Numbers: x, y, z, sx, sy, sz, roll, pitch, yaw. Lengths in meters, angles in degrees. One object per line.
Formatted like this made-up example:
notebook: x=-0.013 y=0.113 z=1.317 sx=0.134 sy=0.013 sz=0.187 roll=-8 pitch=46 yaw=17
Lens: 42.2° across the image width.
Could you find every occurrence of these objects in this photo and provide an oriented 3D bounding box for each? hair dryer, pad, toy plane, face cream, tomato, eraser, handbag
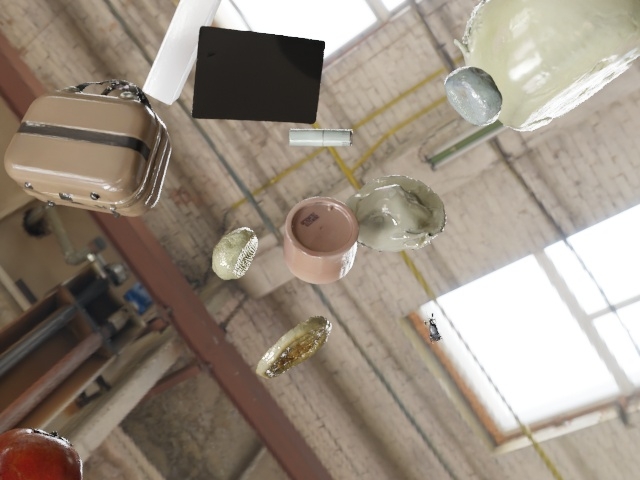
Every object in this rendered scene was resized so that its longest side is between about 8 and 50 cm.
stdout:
hair dryer: x=0.005 y=-0.260 z=2.085 sx=0.183 sy=0.154 sz=0.044 roll=-68 pitch=-19 yaw=-81
pad: x=-0.108 y=-0.293 z=1.491 sx=0.264 sy=0.009 sz=0.160 roll=-3 pitch=-71 yaw=-35
toy plane: x=0.274 y=0.213 z=2.016 sx=0.121 sy=0.031 sz=0.049 roll=62 pitch=-164 yaw=-51
face cream: x=0.000 y=0.000 z=1.676 sx=0.149 sy=0.104 sz=0.149 roll=2 pitch=-124 yaw=-4
tomato: x=-0.401 y=0.316 z=1.104 sx=0.091 sy=0.159 sz=0.139 roll=47 pitch=-121 yaw=-59
eraser: x=-0.317 y=-0.467 z=1.930 sx=0.076 sy=0.298 sz=0.078 roll=28 pitch=-155 yaw=-5
handbag: x=-0.441 y=-0.199 z=1.632 sx=0.149 sy=0.301 sz=0.283 roll=57 pitch=-133 yaw=-60

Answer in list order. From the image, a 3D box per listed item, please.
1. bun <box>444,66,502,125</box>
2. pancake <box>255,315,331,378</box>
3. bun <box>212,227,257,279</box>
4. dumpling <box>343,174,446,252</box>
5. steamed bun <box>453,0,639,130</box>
bun: x=0.185 y=-0.175 z=0.996 sx=0.083 sy=0.045 sz=0.083 roll=51 pitch=172 yaw=11
pancake: x=-0.042 y=0.177 z=1.354 sx=0.025 sy=0.152 sz=0.151 roll=49 pitch=-152 yaw=20
bun: x=-0.178 y=0.023 z=1.676 sx=0.069 sy=0.115 sz=0.115 roll=26 pitch=-149 yaw=13
dumpling: x=0.154 y=-0.067 z=1.774 sx=0.173 sy=0.247 sz=0.142 roll=-68 pitch=-30 yaw=-26
steamed bun: x=0.408 y=-0.362 z=1.440 sx=0.233 sy=0.312 sz=0.333 roll=56 pitch=-155 yaw=10
